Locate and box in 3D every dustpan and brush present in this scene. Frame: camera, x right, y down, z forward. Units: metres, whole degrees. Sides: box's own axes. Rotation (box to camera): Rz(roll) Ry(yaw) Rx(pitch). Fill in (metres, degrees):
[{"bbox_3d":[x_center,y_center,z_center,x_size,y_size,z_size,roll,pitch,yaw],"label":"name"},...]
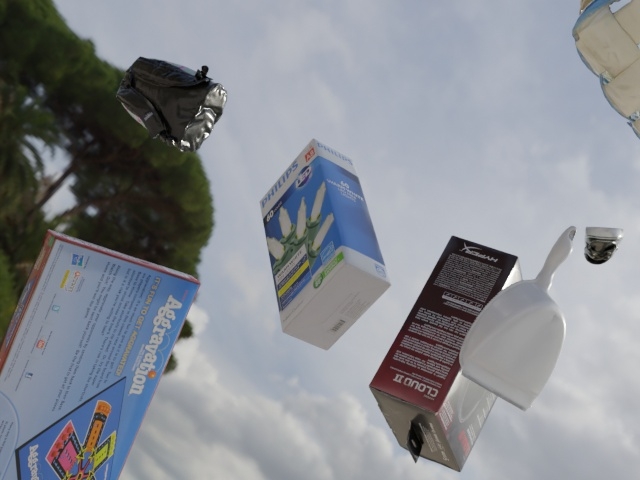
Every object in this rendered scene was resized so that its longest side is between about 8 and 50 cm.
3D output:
[{"bbox_3d":[0.247,0.079,1.119,0.147,0.211,0.060,32,6,-38],"label":"dustpan and brush"}]

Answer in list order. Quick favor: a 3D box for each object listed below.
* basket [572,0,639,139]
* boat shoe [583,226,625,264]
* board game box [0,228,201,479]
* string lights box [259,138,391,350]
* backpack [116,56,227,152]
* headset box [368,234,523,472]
[{"bbox_3d":[0.310,-0.169,0.639,0.255,0.289,0.201,-38,-96,35],"label":"basket"},{"bbox_3d":[0.364,0.007,1.247,0.049,0.040,0.142,4,-5,13],"label":"boat shoe"},{"bbox_3d":[-0.224,0.143,0.852,0.145,0.281,0.027,21,4,-32],"label":"board game box"},{"bbox_3d":[0.000,0.000,1.263,0.077,0.133,0.259,26,31,-30],"label":"string lights box"},{"bbox_3d":[-0.263,-0.239,1.676,0.182,0.152,0.115,29,-9,28],"label":"backpack"},{"bbox_3d":[0.189,0.178,1.392,0.110,0.293,0.218,19,-26,28],"label":"headset box"}]
